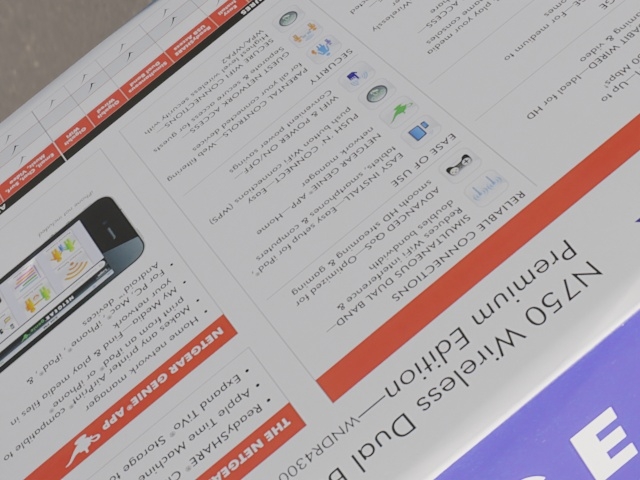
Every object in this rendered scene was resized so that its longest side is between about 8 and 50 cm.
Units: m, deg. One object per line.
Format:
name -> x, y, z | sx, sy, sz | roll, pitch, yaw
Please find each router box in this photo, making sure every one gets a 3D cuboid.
router box -> 0.000, 0.000, 0.513 | 0.335, 0.082, 0.301 | -39, 42, -2
